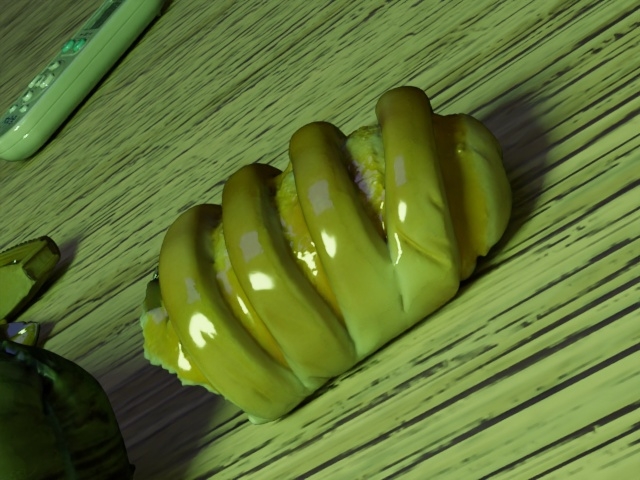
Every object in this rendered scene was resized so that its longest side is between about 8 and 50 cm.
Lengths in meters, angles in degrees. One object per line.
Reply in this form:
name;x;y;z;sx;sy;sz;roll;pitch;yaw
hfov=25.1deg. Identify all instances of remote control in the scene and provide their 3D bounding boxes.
remote control;-0.218;-0.158;1.303;0.221;0.042;0.078;-50;23;-14

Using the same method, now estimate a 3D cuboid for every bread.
bread;0.000;0.000;0.634;0.177;0.084;0.119;-34;26;15

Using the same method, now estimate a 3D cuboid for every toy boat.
toy boat;-0.241;0.043;1.007;0.149;0.047;0.049;-31;13;24

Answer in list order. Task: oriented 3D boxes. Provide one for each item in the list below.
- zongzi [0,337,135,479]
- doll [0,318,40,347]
zongzi;-0.216;0.132;0.756;0.323;0.160;0.360;-16;-2;13
doll;-0.223;0.093;0.903;0.078;0.077;0.113;-5;9;21
